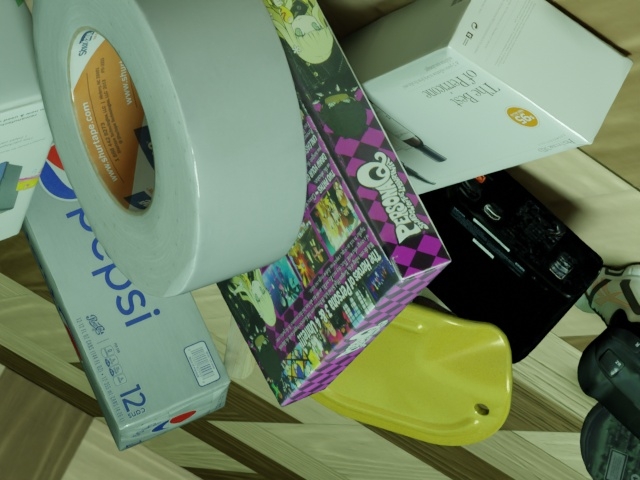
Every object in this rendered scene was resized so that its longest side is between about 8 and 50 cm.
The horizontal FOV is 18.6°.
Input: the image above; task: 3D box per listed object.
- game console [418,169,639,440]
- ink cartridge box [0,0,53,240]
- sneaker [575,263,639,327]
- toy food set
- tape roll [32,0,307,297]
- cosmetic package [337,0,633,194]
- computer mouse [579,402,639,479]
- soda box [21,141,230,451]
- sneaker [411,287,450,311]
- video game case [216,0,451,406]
[{"bbox_3d":[0.195,0.085,1.316,0.361,0.044,0.213,43,166,7],"label":"game console"},{"bbox_3d":[-0.257,-0.100,1.329,0.154,0.093,0.212,63,151,17],"label":"ink cartridge box"},{"bbox_3d":[0.201,0.043,1.344,0.040,0.044,0.109,30,166,-15],"label":"sneaker"},{"bbox_3d":[0.042,0.065,1.393,0.217,0.071,0.128,17,134,16],"label":"toy food set"},{"bbox_3d":[-0.093,-0.079,1.149,0.219,0.072,0.219,42,142,45],"label":"tape roll"},{"bbox_3d":[0.071,-0.084,1.117,0.099,0.060,0.239,31,164,-15],"label":"cosmetic package"},{"bbox_3d":[0.329,0.220,1.534,0.262,0.184,0.060,14,-156,25],"label":"computer mouse"},{"bbox_3d":[-0.165,0.005,1.449,0.098,0.091,0.286,109,137,-73],"label":"soda box"},{"bbox_3d":[0.024,0.045,1.601,0.190,0.071,0.083,12,153,43],"label":"sneaker"},{"bbox_3d":[-0.022,-0.030,1.178,0.210,0.041,0.232,63,154,13],"label":"video game case"}]
